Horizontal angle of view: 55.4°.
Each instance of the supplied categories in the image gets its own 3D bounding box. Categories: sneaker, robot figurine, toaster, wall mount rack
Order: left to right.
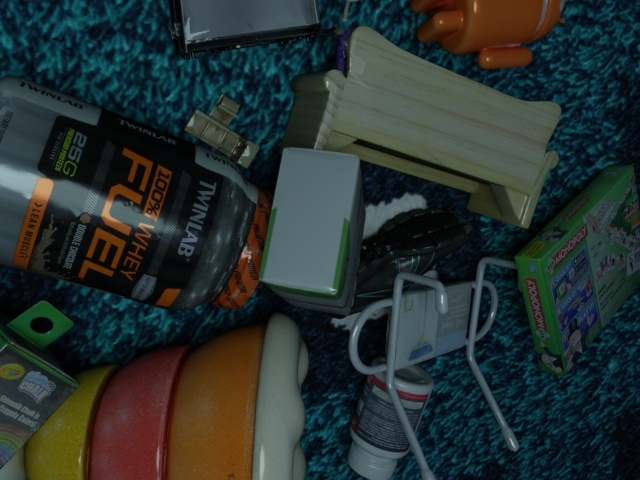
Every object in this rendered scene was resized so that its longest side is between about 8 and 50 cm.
[{"bbox_3d":[-0.090,-0.281,0.722,0.185,0.168,0.110,-13,109,-13],"label":"toaster"},{"bbox_3d":[0.110,0.035,0.940,0.267,0.101,0.106,-22,130,-7],"label":"sneaker"},{"bbox_3d":[0.203,0.186,0.919,0.350,0.130,0.304,-7,105,-39],"label":"wall mount rack"},{"bbox_3d":[0.237,-0.329,0.836,0.219,0.158,0.128,-13,145,-13],"label":"robot figurine"}]

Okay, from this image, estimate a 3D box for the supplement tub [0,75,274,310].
[{"bbox_3d":[-0.235,-0.039,0.730,0.338,0.207,0.207,19,100,-22],"label":"supplement tub"}]

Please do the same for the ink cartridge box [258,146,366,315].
[{"bbox_3d":[0.000,0.000,0.764,0.092,0.219,0.160,8,77,8],"label":"ink cartridge box"}]

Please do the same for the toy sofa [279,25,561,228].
[{"bbox_3d":[0.141,-0.151,0.848,0.362,0.150,0.177,13,97,-21],"label":"toy sofa"}]

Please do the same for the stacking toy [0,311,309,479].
[{"bbox_3d":[-0.258,0.263,0.810,0.480,0.350,0.351,2,107,0],"label":"stacking toy"}]

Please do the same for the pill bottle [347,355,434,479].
[{"bbox_3d":[0.108,0.292,0.997,0.108,0.108,0.180,13,102,-21],"label":"pill bottle"}]

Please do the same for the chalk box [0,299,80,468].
[{"bbox_3d":[-0.393,0.157,0.715,0.213,0.132,0.132,-49,144,-18],"label":"chalk box"}]

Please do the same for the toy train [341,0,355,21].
[{"bbox_3d":[0.100,-0.364,0.708,0.105,0.143,0.248,34,51,-23],"label":"toy train"}]

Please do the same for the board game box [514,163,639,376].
[{"bbox_3d":[0.436,0.039,0.990,0.317,0.046,0.213,-35,116,-32],"label":"board game box"}]

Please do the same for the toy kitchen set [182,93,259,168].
[{"bbox_3d":[-0.123,-0.150,0.802,0.083,0.075,0.068,29,95,-28],"label":"toy kitchen set"}]
